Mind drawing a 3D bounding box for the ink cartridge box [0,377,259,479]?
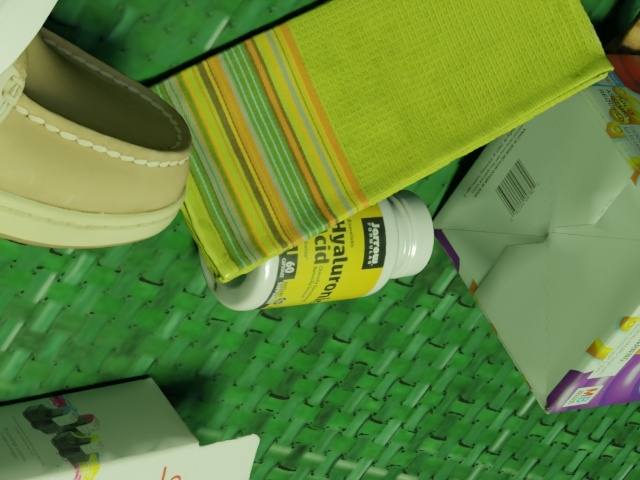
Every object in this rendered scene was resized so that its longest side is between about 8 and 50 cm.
[{"bbox_3d":[-0.132,0.138,0.963,0.181,0.061,0.104,-8,130,-33],"label":"ink cartridge box"}]

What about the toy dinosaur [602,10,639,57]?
[{"bbox_3d":[0.207,-0.172,0.961,0.112,0.064,0.211,-13,132,-29],"label":"toy dinosaur"}]

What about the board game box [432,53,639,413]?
[{"bbox_3d":[0.230,-0.007,1.044,0.275,0.142,0.144,-3,140,-37],"label":"board game box"}]

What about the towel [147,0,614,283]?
[{"bbox_3d":[0.030,-0.076,0.894,0.237,0.021,0.102,-28,99,-16],"label":"towel"}]

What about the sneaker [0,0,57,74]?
[{"bbox_3d":[-0.117,-0.190,0.608,0.151,0.094,0.256,45,58,-39],"label":"sneaker"}]

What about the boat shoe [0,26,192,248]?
[{"bbox_3d":[-0.163,-0.091,0.688,0.341,0.121,0.110,22,110,-46],"label":"boat shoe"}]

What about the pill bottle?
[{"bbox_3d":[0.000,0.000,0.945,0.116,0.065,0.065,-6,128,-36],"label":"pill bottle"}]
